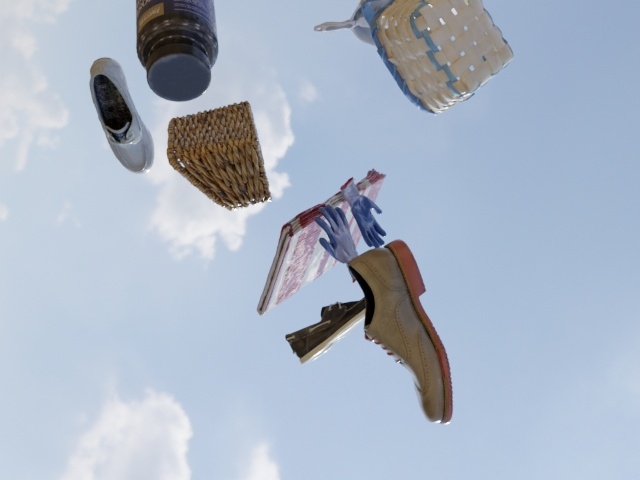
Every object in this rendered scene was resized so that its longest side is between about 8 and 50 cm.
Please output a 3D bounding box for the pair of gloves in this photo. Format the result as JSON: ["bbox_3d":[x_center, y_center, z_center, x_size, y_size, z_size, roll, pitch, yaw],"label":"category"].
[{"bbox_3d":[0.061,-0.025,1.695,0.023,0.159,0.198,-12,-152,38],"label":"pair of gloves"}]

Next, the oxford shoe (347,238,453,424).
[{"bbox_3d":[0.143,0.179,1.623,0.123,0.130,0.348,135,-63,-73],"label":"oxford shoe"}]

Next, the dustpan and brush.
[{"bbox_3d":[0.092,-0.463,1.860,0.147,0.211,0.060,85,5,-47],"label":"dustpan and brush"}]

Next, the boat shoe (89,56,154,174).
[{"bbox_3d":[-0.359,-0.208,1.569,0.081,0.079,0.227,-93,169,-59],"label":"boat shoe"}]

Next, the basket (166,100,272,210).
[{"bbox_3d":[-0.251,-0.191,2.209,0.299,0.223,0.213,-109,-174,-60],"label":"basket"}]

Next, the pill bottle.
[{"bbox_3d":[-0.217,-0.318,1.339,0.123,0.123,0.219,-46,-141,37],"label":"pill bottle"}]

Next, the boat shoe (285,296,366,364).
[{"bbox_3d":[0.036,0.157,1.786,0.233,0.084,0.079,-36,-106,5],"label":"boat shoe"}]

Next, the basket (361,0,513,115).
[{"bbox_3d":[0.205,-0.356,1.641,0.201,0.254,0.289,-42,-161,-20],"label":"basket"}]

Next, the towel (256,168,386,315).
[{"bbox_3d":[0.000,0.000,1.816,0.037,0.329,0.237,36,-48,20],"label":"towel"}]
